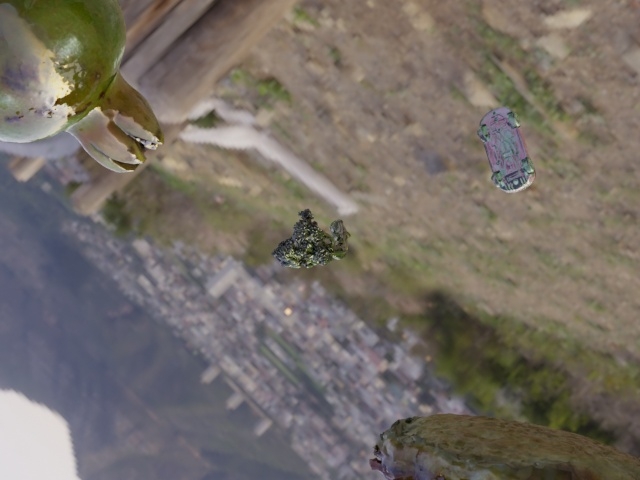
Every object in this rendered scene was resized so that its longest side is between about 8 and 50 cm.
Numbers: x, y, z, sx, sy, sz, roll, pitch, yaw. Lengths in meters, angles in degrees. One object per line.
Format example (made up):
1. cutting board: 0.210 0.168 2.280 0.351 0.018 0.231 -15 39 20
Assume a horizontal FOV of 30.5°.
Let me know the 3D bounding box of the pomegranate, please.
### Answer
1. pomegranate: -0.263 -0.159 1.098 0.159 0.190 0.241 -154 46 -68

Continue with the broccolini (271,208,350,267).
1. broccolini: 0.006 0.004 1.109 0.052 0.054 0.194 36 -171 10

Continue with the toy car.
1. toy car: 0.302 -0.145 1.890 0.055 0.069 0.142 16 -125 -54

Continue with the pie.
1. pie: 0.266 0.309 1.385 0.395 0.180 0.418 10 -177 37
